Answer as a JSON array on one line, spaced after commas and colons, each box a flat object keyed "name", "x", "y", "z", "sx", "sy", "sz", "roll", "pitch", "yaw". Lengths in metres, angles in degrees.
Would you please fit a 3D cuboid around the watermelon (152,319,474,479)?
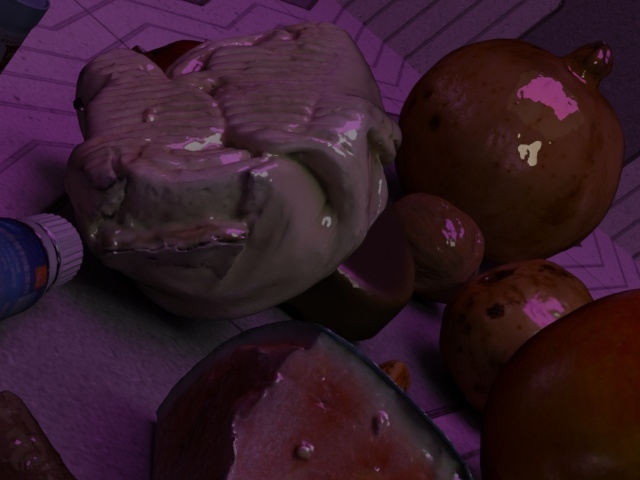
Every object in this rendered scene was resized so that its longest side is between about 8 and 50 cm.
[{"name": "watermelon", "x": 0.027, "y": 0.209, "z": 1.037, "sx": 0.292, "sy": 0.222, "sz": 0.319, "roll": 31, "pitch": 18, "yaw": -11}]

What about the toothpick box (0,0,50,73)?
[{"name": "toothpick box", "x": -0.352, "y": -0.201, "z": 1.372, "sx": 0.101, "sy": 0.153, "sz": 0.101, "roll": 36, "pitch": 18, "yaw": -14}]

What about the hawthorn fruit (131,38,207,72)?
[{"name": "hawthorn fruit", "x": -0.163, "y": -0.166, "z": 1.685, "sx": 0.188, "sy": 0.169, "sz": 0.169, "roll": 31, "pitch": 19, "yaw": -18}]

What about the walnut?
[{"name": "walnut", "x": 0.151, "y": 0.010, "z": 1.925, "sx": 0.167, "sy": 0.149, "sz": 0.166, "roll": 58, "pitch": -9, "yaw": 15}]

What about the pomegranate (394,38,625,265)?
[{"name": "pomegranate", "x": 0.327, "y": -0.163, "z": 2.252, "sx": 0.410, "sy": 0.410, "sz": 0.410, "roll": 36, "pitch": 18, "yaw": -13}]

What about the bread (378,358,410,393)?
[{"name": "bread", "x": 0.049, "y": 0.161, "z": 1.425, "sx": 0.044, "sy": 0.083, "sz": 0.110, "roll": 63, "pitch": 23, "yaw": -6}]

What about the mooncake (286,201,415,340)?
[{"name": "mooncake", "x": 0.000, "y": 0.000, "z": 1.620, "sx": 0.234, "sy": 0.117, "sz": 0.235, "roll": 31, "pitch": 33, "yaw": -22}]

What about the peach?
[{"name": "peach", "x": 0.362, "y": 0.220, "z": 1.442, "sx": 0.388, "sy": 0.388, "sz": 0.388, "roll": 36, "pitch": 18, "yaw": -13}]

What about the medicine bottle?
[{"name": "medicine bottle", "x": -0.264, "y": 0.023, "z": 1.117, "sx": 0.083, "sy": 0.083, "sz": 0.203, "roll": 41, "pitch": 16, "yaw": 5}]

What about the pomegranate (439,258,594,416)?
[{"name": "pomegranate", "x": 0.252, "y": 0.136, "z": 1.733, "sx": 0.215, "sy": 0.215, "sz": 0.215, "roll": 36, "pitch": 18, "yaw": -13}]

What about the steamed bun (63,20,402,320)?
[{"name": "steamed bun", "x": -0.099, "y": -0.053, "z": 1.394, "sx": 0.346, "sy": 0.238, "sz": 0.394, "roll": 20, "pitch": 39, "yaw": 34}]

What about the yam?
[{"name": "yam", "x": -0.194, "y": 0.170, "z": 0.900, "sx": 0.127, "sy": 0.084, "sz": 0.084, "roll": 45, "pitch": 18, "yaw": 29}]
